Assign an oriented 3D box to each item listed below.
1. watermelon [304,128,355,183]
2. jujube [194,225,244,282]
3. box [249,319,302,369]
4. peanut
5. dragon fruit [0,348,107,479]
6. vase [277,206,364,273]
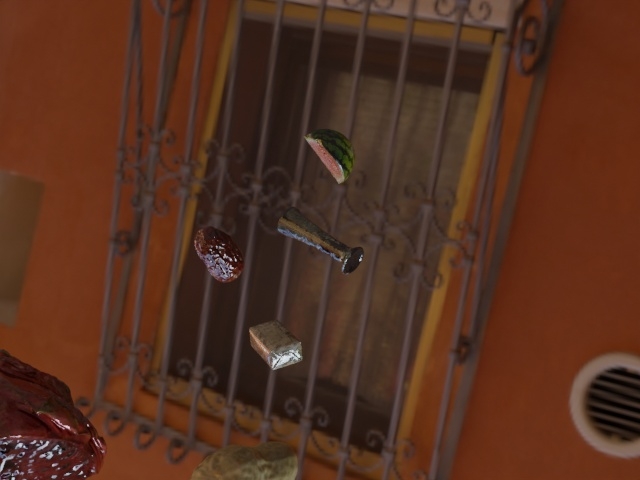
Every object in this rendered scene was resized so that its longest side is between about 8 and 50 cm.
[{"bbox_3d":[0.038,-0.200,2.397,0.163,0.087,0.069,50,-160,-33],"label":"watermelon"},{"bbox_3d":[-0.196,0.024,1.909,0.077,0.077,0.129,17,152,42],"label":"jujube"},{"bbox_3d":[-0.077,0.178,1.709,0.062,0.045,0.098,-15,-152,-21],"label":"box"},{"bbox_3d":[-0.129,0.418,1.777,0.124,0.123,0.257,16,-167,34],"label":"peanut"},{"bbox_3d":[-0.547,0.286,1.875,0.228,0.286,0.329,-14,-127,-22],"label":"dragon fruit"},{"bbox_3d":[0.000,0.000,1.809,0.167,0.059,0.059,32,-163,31],"label":"vase"}]
